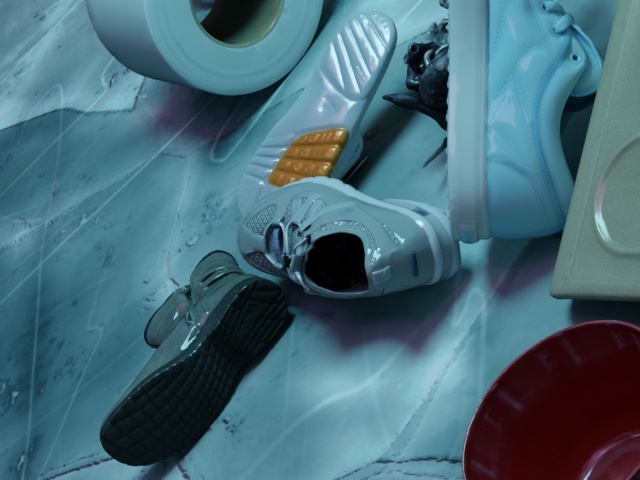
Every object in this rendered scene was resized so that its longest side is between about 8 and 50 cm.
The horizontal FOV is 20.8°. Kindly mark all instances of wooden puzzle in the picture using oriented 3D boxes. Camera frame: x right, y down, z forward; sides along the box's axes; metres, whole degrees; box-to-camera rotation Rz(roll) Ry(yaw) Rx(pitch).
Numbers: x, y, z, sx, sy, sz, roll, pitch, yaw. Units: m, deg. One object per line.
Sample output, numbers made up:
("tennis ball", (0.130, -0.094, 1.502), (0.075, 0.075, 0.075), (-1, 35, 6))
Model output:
("wooden puzzle", (0.338, -0.098, 1.385), (0.348, 0.080, 0.322), (-3, 70, 60))

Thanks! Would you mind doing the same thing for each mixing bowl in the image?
("mixing bowl", (0.207, 0.160, 1.301), (0.181, 0.098, 0.181), (-31, 35, 24))

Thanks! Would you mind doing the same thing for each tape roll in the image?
("tape roll", (-0.140, -0.304, 2.095), (0.246, 0.246, 0.169), (-53, 32, -11))

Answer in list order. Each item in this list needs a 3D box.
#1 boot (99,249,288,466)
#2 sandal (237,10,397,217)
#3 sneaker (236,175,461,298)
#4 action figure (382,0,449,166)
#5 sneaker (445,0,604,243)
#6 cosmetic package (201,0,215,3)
("boot", (-0.146, 0.121, 1.795), (0.246, 0.083, 0.161), (-46, 24, -12))
("sandal", (0.016, -0.116, 1.857), (0.102, 0.076, 0.265), (37, 95, 37))
("sneaker", (0.000, 0.000, 1.679), (0.115, 0.105, 0.281), (-20, 13, -38))
("action figure", (0.159, -0.208, 1.740), (0.164, 0.141, 0.275), (10, 98, 25))
("sneaker", (0.192, -0.177, 1.589), (0.150, 0.135, 0.366), (0, 86, 6))
("cosmetic package", (-0.092, -0.599, 2.295), (0.329, 0.327, 0.393), (-21, 40, 34))
